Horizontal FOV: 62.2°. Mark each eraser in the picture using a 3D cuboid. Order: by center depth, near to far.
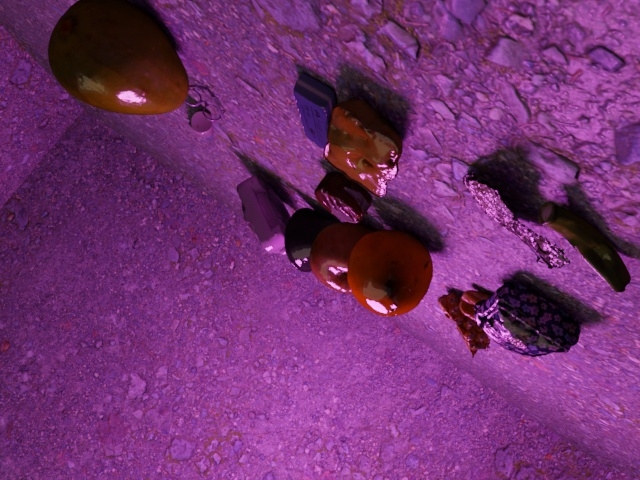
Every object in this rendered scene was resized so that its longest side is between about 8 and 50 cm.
[{"bbox_3d":[-0.003,-0.257,1.099,0.082,0.036,0.225,35,171,13],"label":"eraser"}]

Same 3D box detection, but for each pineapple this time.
[{"bbox_3d":[0.453,0.252,1.698,0.233,0.079,0.135,55,171,27],"label":"pineapple"}]

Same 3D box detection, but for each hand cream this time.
[{"bbox_3d":[-0.403,-0.387,1.811,0.111,0.070,0.312,36,178,-15],"label":"hand cream"}]

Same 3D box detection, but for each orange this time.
[{"bbox_3d":[0.195,0.092,1.481,0.246,0.246,0.246,34,170,7],"label":"orange"}]

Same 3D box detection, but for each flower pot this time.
[{"bbox_3d":[0.000,0.000,1.890,0.148,0.235,0.235,1,149,40],"label":"flower pot"}]

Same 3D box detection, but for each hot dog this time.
[{"bbox_3d":[0.507,0.214,1.493,0.076,0.102,0.249,-11,-153,-38],"label":"hot dog"}]

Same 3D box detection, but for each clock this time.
[{"bbox_3d":[-0.185,-0.081,2.023,0.296,0.113,0.322,64,-170,14],"label":"clock"}]

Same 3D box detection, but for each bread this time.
[{"bbox_3d":[0.087,-0.182,1.022,0.160,0.088,0.233,29,167,4],"label":"bread"},{"bbox_3d":[0.061,-0.116,1.448,0.160,0.073,0.160,31,167,8],"label":"bread"}]

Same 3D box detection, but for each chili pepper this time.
[{"bbox_3d":[0.426,0.005,0.850,0.201,0.052,0.050,38,-164,-16],"label":"chili pepper"}]

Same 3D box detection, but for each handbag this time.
[{"bbox_3d":[0.496,0.207,1.309,0.228,0.127,0.208,31,156,10],"label":"handbag"}]

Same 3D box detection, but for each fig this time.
[{"bbox_3d":[-0.464,-0.425,1.273,0.258,0.258,0.326,26,-175,43],"label":"fig"}]

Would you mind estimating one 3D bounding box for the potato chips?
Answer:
[{"bbox_3d":[0.331,-0.037,0.917,0.220,0.029,0.202,46,-178,2],"label":"potato chips"}]

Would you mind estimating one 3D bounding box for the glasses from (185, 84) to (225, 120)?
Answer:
[{"bbox_3d":[-0.319,-0.406,1.486,0.140,0.063,0.104,37,148,-10],"label":"glasses"}]

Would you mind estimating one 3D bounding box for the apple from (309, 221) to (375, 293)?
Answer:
[{"bbox_3d":[0.095,0.053,1.703,0.260,0.194,0.261,3,139,2],"label":"apple"}]
